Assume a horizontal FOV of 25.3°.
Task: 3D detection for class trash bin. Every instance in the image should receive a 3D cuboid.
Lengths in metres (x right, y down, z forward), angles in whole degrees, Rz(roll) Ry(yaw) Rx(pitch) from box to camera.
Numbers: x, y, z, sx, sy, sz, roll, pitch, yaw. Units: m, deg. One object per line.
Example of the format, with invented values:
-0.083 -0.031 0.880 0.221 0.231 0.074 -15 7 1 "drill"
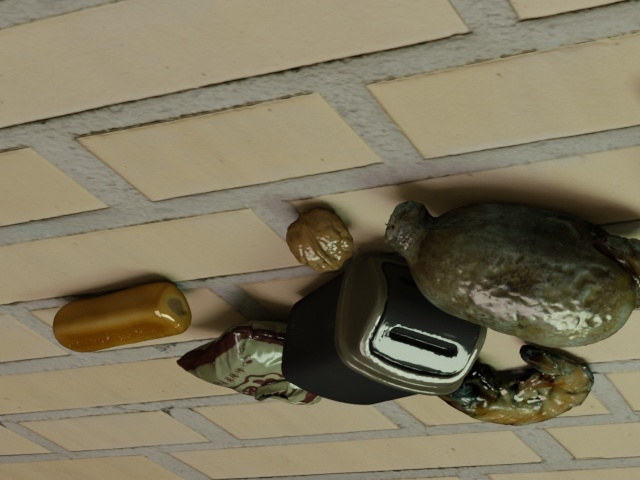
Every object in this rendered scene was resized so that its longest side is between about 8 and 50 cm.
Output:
0.083 0.132 2.008 0.209 0.182 0.290 18 157 -23 "trash bin"

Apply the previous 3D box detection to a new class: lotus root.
0.245 0.041 1.793 0.349 0.175 0.175 11 153 -2 "lotus root"

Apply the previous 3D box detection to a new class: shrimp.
0.282 0.207 2.240 0.233 0.071 0.365 -27 139 34 "shrimp"

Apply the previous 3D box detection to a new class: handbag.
-0.077 0.190 2.211 0.235 0.127 0.213 16 150 -23 "handbag"

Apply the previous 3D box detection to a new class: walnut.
0.000 0.000 1.872 0.079 0.082 0.096 -33 141 11 "walnut"

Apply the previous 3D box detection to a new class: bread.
-0.304 0.115 2.174 0.239 0.074 0.092 -12 142 34 "bread"
